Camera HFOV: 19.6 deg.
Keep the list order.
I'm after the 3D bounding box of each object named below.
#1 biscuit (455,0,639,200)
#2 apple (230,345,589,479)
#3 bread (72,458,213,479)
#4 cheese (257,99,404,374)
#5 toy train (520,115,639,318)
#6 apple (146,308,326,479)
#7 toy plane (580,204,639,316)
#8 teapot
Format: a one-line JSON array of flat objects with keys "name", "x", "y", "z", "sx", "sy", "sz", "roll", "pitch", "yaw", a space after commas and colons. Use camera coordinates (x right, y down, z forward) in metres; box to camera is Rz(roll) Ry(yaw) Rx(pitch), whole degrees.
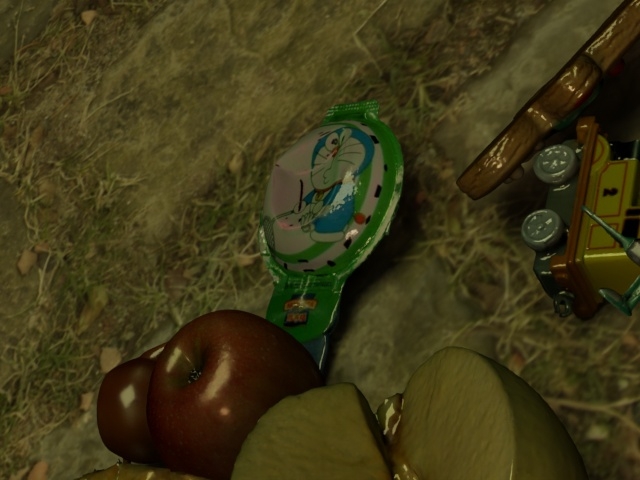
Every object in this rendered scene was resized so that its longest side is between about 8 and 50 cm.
[{"name": "biscuit", "x": 0.247, "y": -0.149, "z": 1.815, "sx": 0.301, "sy": 0.049, "sz": 0.197, "roll": -46, "pitch": -2, "yaw": -9}, {"name": "apple", "x": 0.084, "y": 0.242, "z": 1.520, "sx": 0.295, "sy": 0.233, "sz": 0.258, "roll": -27, "pitch": 35, "yaw": 9}, {"name": "bread", "x": -0.136, "y": 0.310, "z": 1.643, "sx": 0.227, "sy": 0.253, "sz": 0.142, "roll": -3, "pitch": 55, "yaw": 29}, {"name": "cheese", "x": 0.000, "y": 0.000, "z": 1.932, "sx": 0.204, "sy": 0.083, "sz": 0.320, "roll": -4, "pitch": 64, "yaw": 44}, {"name": "toy train", "x": 0.262, "y": -0.022, "z": 1.723, "sx": 0.127, "sy": 0.089, "sz": 0.219, "roll": -4, "pitch": 53, "yaw": 27}, {"name": "apple", "x": -0.083, "y": 0.163, "z": 1.795, "sx": 0.181, "sy": 0.168, "sz": 0.181, "roll": -24, "pitch": 47, "yaw": 29}, {"name": "toy plane", "x": 0.332, "y": 0.080, "z": 1.427, "sx": 0.381, "sy": 0.155, "sz": 0.106, "roll": 41, "pitch": 94, "yaw": 31}, {"name": "teapot", "x": -0.164, "y": 0.180, "z": 1.907, "sx": 0.116, "sy": 0.116, "sz": 0.173, "roll": -3, "pitch": 83, "yaw": 40}]
